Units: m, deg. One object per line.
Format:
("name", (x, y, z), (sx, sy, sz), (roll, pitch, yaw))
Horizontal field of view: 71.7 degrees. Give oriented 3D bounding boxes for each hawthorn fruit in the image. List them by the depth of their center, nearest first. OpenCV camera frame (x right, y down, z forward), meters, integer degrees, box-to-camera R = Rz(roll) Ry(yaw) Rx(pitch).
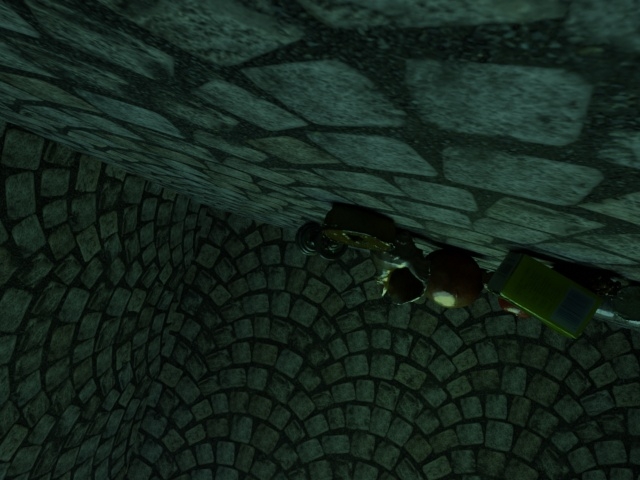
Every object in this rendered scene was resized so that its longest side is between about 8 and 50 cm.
("hawthorn fruit", (0.762, 0.202, 1.680), (0.189, 0.189, 0.189), (17, 177, 1))

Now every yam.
("yam", (0.870, 0.174, 1.229), (0.107, 0.107, 0.183), (15, -177, 34))

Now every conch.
("conch", (0.303, 0.095, 1.622), (0.263, 0.186, 0.324), (46, 159, 33))

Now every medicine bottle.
("medicine bottle", (0.614, 0.148, 1.234), (0.250, 0.141, 0.137), (32, -174, 5))
("medicine bottle", (0.912, 0.197, 1.384), (0.168, 0.105, 0.105), (16, 177, 35))

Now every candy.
("candy", (0.842, 0.200, 2.026), (0.271, 0.101, 0.143), (11, 176, -41))

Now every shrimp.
("shrimp", (0.736, 0.112, 1.232), (0.153, 0.062, 0.294), (22, 179, 7))

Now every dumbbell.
("dumbbell", (0.000, 0.000, 2.205), (0.179, 0.179, 0.406), (18, 177, -21))

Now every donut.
("donut", (0.124, -0.044, 1.432), (0.271, 0.107, 0.272), (13, 173, 2))

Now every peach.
("peach", (0.509, 0.146, 1.676), (0.256, 0.233, 0.232), (8, 179, -12))

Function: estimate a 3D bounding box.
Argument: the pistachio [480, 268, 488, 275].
("pistachio", (0.755, 0.158, 2.135), (0.089, 0.049, 0.173), (-6, 173, 5))
